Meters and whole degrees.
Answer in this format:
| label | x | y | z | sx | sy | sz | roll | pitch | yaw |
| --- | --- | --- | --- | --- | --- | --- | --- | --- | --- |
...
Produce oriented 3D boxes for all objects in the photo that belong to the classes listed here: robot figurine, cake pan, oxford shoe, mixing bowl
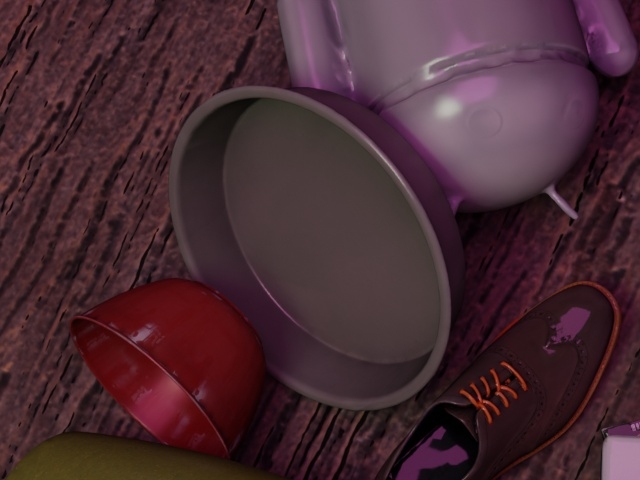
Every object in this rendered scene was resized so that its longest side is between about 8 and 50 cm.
| label | x | y | z | sx | sy | sz | roll | pitch | yaw |
| --- | --- | --- | --- | --- | --- | --- | --- | --- | --- |
| robot figurine | 0.115 | -0.174 | 1.633 | 0.300 | 0.200 | 0.353 | -11 | 74 | -9 |
| cake pan | 0.000 | 0.000 | 1.595 | 0.293 | 0.293 | 0.054 | 40 | 47 | 16 |
| oxford shoe | 0.149 | 0.138 | 1.602 | 0.097 | 0.098 | 0.271 | 40 | 86 | 16 |
| mixing bowl | -0.112 | 0.098 | 1.633 | 0.181 | 0.181 | 0.098 | 38 | 67 | 16 |

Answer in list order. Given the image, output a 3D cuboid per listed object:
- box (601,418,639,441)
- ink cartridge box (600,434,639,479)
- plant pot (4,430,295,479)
| label | x | y | z | sx | sy | sz | roll | pitch | yaw |
| --- | --- | --- | --- | --- | --- | --- | --- | --- | --- |
| box | 0.300 | 0.253 | 1.570 | 0.087 | 0.058 | 0.232 | -18 | 73 | 4 |
| ink cartridge box | 0.333 | 0.291 | 1.494 | 0.239 | 0.060 | 0.275 | 2 | 76 | 6 |
| plant pot | -0.120 | 0.275 | 1.548 | 0.293 | 0.275 | 0.274 | 27 | 82 | 31 |
